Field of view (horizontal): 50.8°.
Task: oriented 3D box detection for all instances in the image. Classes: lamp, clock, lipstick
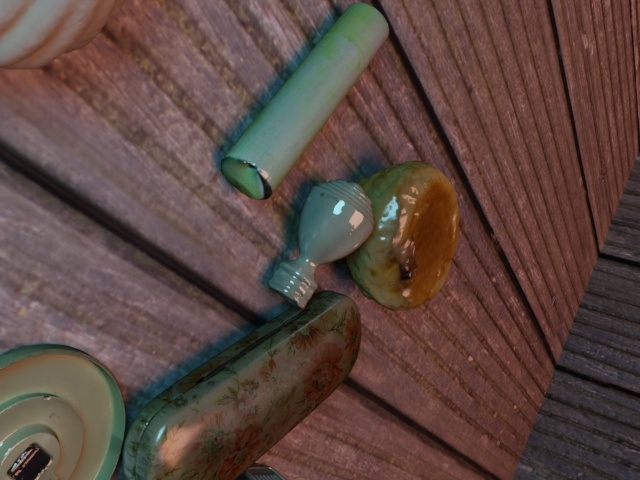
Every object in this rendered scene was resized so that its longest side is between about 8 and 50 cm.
[{"bbox_3d":[0.000,0.000,0.940,0.193,0.106,0.106,-55,144,-8],"label":"lamp"},{"bbox_3d":[-0.292,0.217,0.665,0.235,0.029,0.235,-30,128,-47],"label":"clock"},{"bbox_3d":[-0.014,-0.180,0.850,0.304,0.076,0.076,-56,144,-23],"label":"lipstick"}]

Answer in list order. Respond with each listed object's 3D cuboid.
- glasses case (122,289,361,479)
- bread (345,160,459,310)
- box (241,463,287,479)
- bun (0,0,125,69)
[{"bbox_3d":[-0.081,0.201,0.905,0.425,0.098,0.156,-30,126,-47],"label":"glasses case"},{"bbox_3d":[0.123,-0.010,1.081,0.244,0.134,0.244,-25,124,-45],"label":"bread"},{"bbox_3d":[-0.074,0.394,0.995,0.084,0.122,0.069,27,94,-55],"label":"box"},{"bbox_3d":[-0.203,-0.239,0.454,0.263,0.175,0.263,-33,131,-46],"label":"bun"}]
